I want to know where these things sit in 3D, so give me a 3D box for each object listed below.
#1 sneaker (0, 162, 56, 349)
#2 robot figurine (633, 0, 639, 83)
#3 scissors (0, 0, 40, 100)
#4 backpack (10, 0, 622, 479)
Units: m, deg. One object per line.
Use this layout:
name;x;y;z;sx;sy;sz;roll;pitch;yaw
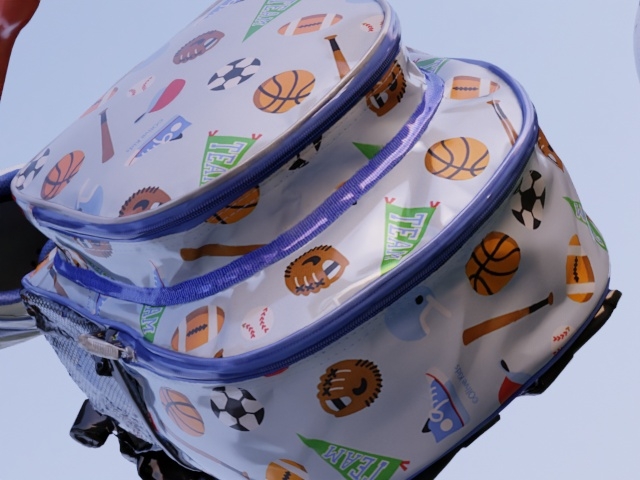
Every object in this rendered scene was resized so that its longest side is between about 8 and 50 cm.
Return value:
sneaker;-0.118;0.000;1.133;0.296;0.112;0.131;-16;-10;-11
robot figurine;0.360;-0.151;1.380;0.209;0.278;0.174;-33;-70;-65
scissors;-0.132;-0.041;0.725;0.021;0.109;0.297;-1;-70;-30
backpack;0.000;0.000;0.945;0.276;0.263;0.213;-47;-52;-15
